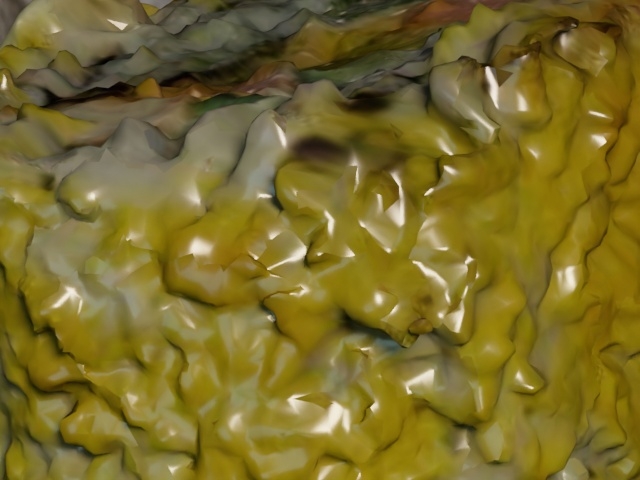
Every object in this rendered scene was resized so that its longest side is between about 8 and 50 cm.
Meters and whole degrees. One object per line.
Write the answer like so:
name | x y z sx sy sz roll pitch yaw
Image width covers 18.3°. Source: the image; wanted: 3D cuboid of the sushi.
sushi | 0.000 0.000 0.900 0.351 0.396 0.240 5 113 35
